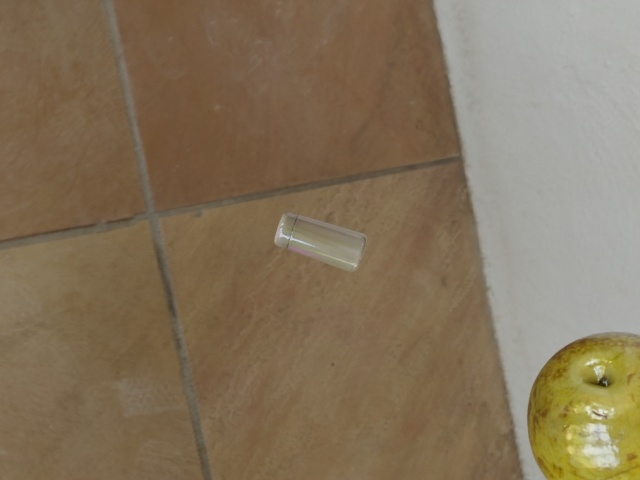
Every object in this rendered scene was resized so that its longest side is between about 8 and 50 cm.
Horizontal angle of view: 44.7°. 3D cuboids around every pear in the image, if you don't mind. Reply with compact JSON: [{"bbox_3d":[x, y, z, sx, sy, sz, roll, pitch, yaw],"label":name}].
[{"bbox_3d":[0.454,0.284,1.197,0.281,0.281,0.280,3,85,-35],"label":"pear"}]

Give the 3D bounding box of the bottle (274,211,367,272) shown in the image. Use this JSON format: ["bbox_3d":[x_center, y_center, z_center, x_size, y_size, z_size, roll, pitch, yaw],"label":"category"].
[{"bbox_3d":[0.000,0.000,0.852,0.097,0.045,0.045,19,74,0],"label":"bottle"}]
